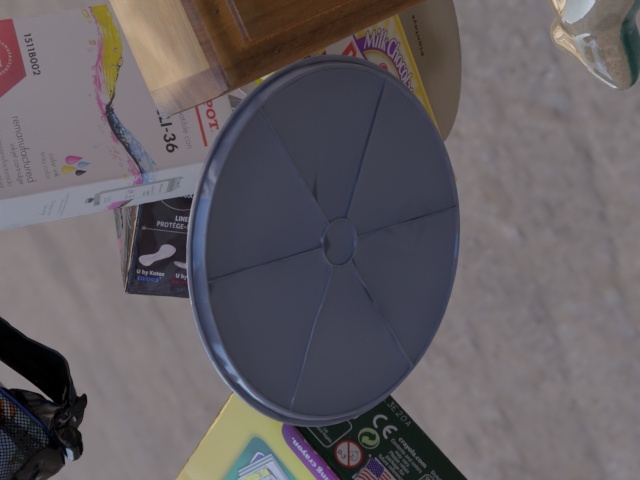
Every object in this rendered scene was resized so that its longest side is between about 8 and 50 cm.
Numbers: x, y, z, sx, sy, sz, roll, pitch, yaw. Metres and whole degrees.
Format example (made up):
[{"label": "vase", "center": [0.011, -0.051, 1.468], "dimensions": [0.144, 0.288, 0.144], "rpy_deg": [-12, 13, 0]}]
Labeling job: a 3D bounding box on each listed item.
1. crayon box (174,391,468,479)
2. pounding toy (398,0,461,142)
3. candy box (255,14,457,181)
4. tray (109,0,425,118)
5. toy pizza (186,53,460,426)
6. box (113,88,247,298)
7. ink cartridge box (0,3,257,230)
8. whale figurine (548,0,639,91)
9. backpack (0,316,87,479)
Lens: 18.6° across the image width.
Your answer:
[{"label": "crayon box", "center": [0.040, 0.292, 1.776], "dimensions": [0.363, 0.106, 0.313], "rpy_deg": [48, 148, 10]}, {"label": "pounding toy", "center": [0.026, -0.180, 1.549], "dimensions": [0.183, 0.110, 0.237], "rpy_deg": [9, -104, -62]}, {"label": "candy box", "center": [0.024, -0.069, 1.161], "dimensions": [0.027, 0.105, 0.206], "rpy_deg": [17, 149, 32]}, {"label": "tray", "center": [0.063, -0.230, 0.924], "dimensions": [0.076, 0.411, 0.203], "rpy_deg": [-13, 102, 59]}, {"label": "toy pizza", "center": [0.000, 0.000, 1.054], "dimensions": [0.032, 0.201, 0.201], "rpy_deg": [7, 128, 46]}, {"label": "box", "center": [-0.085, -0.056, 1.647], "dimensions": [0.247, 0.163, 0.142], "rpy_deg": [-112, 29, -67]}, {"label": "ink cartridge box", "center": [-0.122, -0.084, 1.204], "dimensions": [0.067, 0.198, 0.115], "rpy_deg": [128, 128, -67]}, {"label": "whale figurine", "center": [0.245, -0.259, 1.601], "dimensions": [0.216, 0.141, 0.272], "rpy_deg": [45, 154, 44]}, {"label": "backpack", "center": [-0.354, 0.137, 1.544], "dimensions": [0.263, 0.213, 0.276], "rpy_deg": [48, 153, -5]}]
